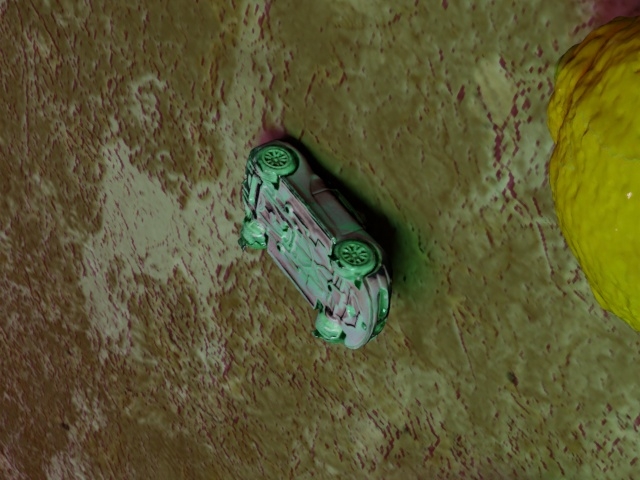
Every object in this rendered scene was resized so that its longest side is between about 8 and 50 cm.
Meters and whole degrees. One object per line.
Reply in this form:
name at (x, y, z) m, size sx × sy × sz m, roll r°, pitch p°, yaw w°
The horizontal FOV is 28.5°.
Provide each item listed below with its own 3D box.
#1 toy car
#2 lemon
toy car at (0.000, 0.000, 0.741) m, size 0.142 × 0.055 × 0.069 m, roll 51°, pitch 146°, yaw 30°
lemon at (0.160, -0.022, 0.470) m, size 0.187 × 0.142 × 0.142 m, roll 37°, pitch 141°, yaw 31°
